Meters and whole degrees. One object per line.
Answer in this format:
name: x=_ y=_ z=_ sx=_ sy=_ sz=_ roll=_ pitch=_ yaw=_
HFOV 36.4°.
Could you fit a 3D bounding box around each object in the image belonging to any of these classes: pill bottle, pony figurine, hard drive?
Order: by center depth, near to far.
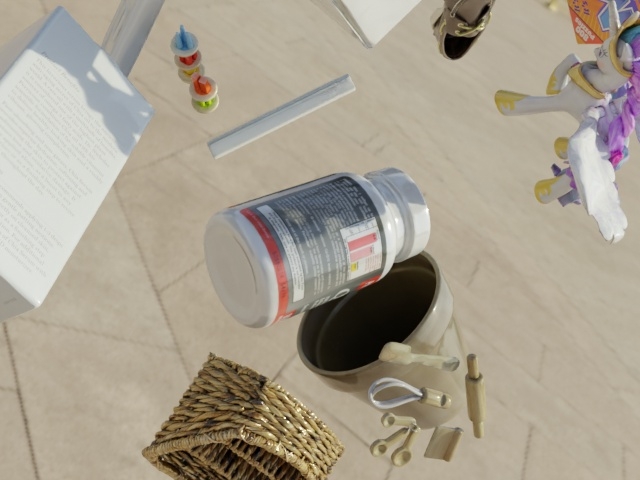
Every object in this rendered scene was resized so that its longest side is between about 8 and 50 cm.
pony figurine: x=0.469 y=-0.178 z=1.615 sx=0.302 sy=0.363 sz=0.351 roll=-20 pitch=85 yaw=-22
pill bottle: x=0.000 y=0.000 z=1.684 sx=0.362 sy=0.210 sz=0.210 roll=-20 pitch=53 yaw=-30
hard drive: x=-0.084 y=-0.252 z=1.981 sx=0.040 sy=0.307 sz=0.203 roll=64 pitch=-2 yaw=-9

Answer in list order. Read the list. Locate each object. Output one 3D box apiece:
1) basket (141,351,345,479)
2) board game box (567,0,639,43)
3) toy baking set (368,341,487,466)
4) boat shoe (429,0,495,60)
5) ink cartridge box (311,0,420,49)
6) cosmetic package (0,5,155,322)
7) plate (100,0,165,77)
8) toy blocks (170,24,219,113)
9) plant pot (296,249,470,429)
basket: x=-0.117 y=0.378 z=1.715 sx=0.213 sy=0.223 sz=0.299 roll=16 pitch=-26 yaw=43
board game box: x=0.663 y=-0.576 z=1.719 sx=0.356 sy=0.356 sz=0.356 roll=20 pitch=-45 yaw=59
toy baking set: x=0.165 y=0.250 z=1.472 sx=0.196 sy=0.256 sz=0.030 roll=-15 pitch=31 yaw=-17
boat shoe: x=0.297 y=-0.459 z=1.987 sx=0.324 sy=0.116 sz=0.097 roll=129 pitch=-50 yaw=-81
ink cartridge box: x=0.036 y=-0.527 z=1.527 sx=0.395 sy=0.285 sz=0.166 roll=48 pitch=4 yaw=36
cosmetic package: x=-0.444 y=-0.114 z=1.433 sx=0.230 sy=0.161 sz=0.453 roll=50 pitch=38 yaw=-27
plate: x=-0.347 y=-0.388 z=1.765 sx=0.045 sy=0.277 sz=0.278 roll=23 pitch=23 yaw=-22
toy blocks: x=-0.231 y=-0.316 z=1.781 sx=0.148 sy=0.054 sz=0.123 roll=90 pitch=-25 yaw=-70
plant pot: x=0.158 y=0.219 z=1.927 sx=0.280 sy=0.323 sz=0.323 roll=52 pitch=11 yaw=-31
